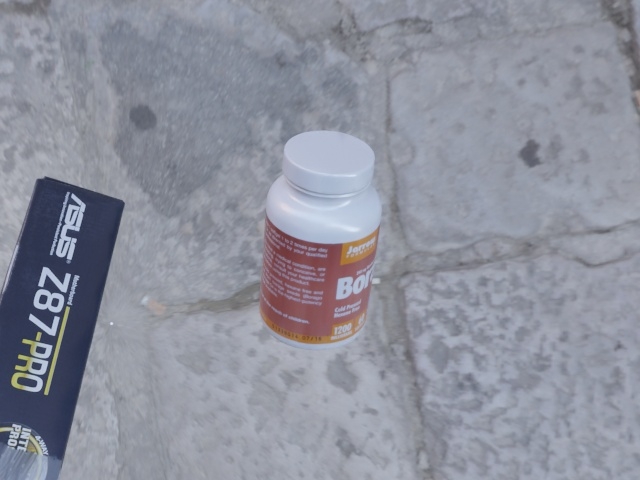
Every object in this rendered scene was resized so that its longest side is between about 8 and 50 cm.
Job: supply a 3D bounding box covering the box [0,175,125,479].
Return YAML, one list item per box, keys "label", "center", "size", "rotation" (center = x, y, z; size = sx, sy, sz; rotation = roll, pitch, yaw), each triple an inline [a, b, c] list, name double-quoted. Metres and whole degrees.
- label: "box"
  center: [-0.303, 0.172, 0.966]
  size: [0.097, 0.395, 0.318]
  rotation: [18, 54, -14]

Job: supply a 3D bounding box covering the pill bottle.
- label: "pill bottle"
  center: [0.000, 0.000, 1.028]
  size: [0.121, 0.121, 0.216]
  rotation: [-3, 126, -12]
